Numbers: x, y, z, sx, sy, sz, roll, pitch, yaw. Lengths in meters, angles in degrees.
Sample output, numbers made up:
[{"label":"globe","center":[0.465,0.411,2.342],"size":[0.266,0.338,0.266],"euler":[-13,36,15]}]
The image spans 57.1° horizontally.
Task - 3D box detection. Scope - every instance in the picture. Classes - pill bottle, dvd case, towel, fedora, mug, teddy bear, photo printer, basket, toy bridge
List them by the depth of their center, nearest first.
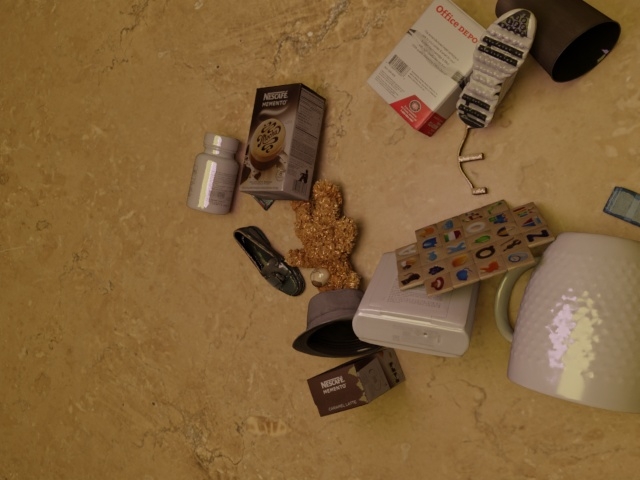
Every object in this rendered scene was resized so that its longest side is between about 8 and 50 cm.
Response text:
[{"label":"mug","center":[0.531,0.152,1.263],"size":[0.374,0.277,0.327],"euler":[9,87,58]},{"label":"towel","center":[0.691,-0.069,1.288],"size":[0.120,0.029,0.067],"euler":[29,103,25]},{"label":"basket","center":[0.511,-0.484,1.307],"size":[0.226,0.205,0.154],"euler":[54,144,25]},{"label":"photo printer","center":[0.236,0.130,1.378],"size":[0.256,0.307,0.107],"euler":[7,121,16]},{"label":"toy bridge","center":[0.371,-0.205,1.457],"size":[0.063,0.026,0.188],"euler":[-7,87,29]},{"label":"fedora","center":[0.056,0.204,1.513],"size":[0.244,0.276,0.124],"euler":[-45,43,41]},{"label":"teddy bear","center":[0.000,0.000,1.606],"size":[0.245,0.113,0.337],"euler":[2,91,30]},{"label":"dvd case","center":[-0.152,-0.160,1.739],"size":[0.087,0.013,0.119],"euler":[46,109,20]},{"label":"pill bottle","center":[-0.315,-0.200,1.758],"size":[0.131,0.131,0.229],"euler":[17,98,27]}]

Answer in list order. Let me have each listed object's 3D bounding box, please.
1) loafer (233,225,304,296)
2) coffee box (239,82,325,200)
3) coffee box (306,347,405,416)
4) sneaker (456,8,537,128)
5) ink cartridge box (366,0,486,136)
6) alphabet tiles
[{"label":"loafer","center":[-0.159,0.063,1.702],"size":[0.267,0.084,0.096],"euler":[46,110,20]},{"label":"coffee box","center":[-0.105,-0.266,1.616],"size":[0.168,0.119,0.296],"euler":[4,82,38]},{"label":"coffee box","center":[0.095,0.351,1.478],"size":[0.141,0.247,0.098],"euler":[-25,79,25]},{"label":"sneaker","center":[0.401,-0.394,1.325],"size":[0.110,0.118,0.292],"euler":[37,144,14]},{"label":"ink cartridge box","center":[0.283,-0.427,1.453],"size":[0.273,0.114,0.197],"euler":[-48,69,20]},{"label":"alphabet tiles","center":[0.336,0.011,1.334],"size":[0.343,0.285,0.011],"euler":[-20,117,13]}]
